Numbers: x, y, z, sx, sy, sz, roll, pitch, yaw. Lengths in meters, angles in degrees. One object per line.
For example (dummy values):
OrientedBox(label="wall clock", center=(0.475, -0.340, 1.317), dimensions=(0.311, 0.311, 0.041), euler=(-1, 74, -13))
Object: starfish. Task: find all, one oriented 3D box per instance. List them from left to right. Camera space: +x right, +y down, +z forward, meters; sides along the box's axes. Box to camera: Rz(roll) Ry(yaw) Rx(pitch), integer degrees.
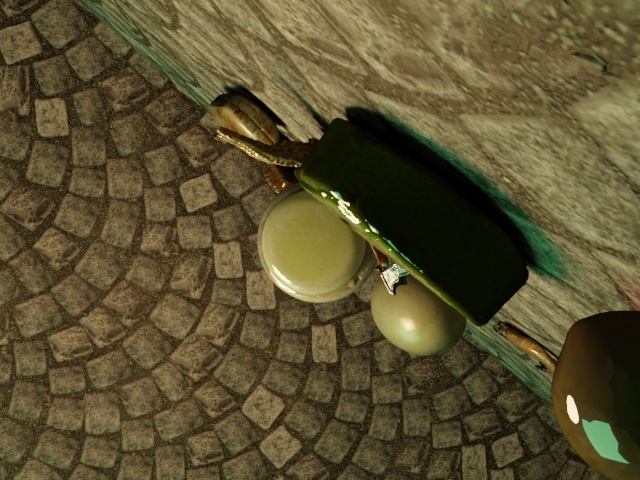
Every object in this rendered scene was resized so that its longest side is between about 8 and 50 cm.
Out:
OrientedBox(label="starfish", center=(0.021, -0.102, 1.326), dimensions=(0.384, 0.132, 0.398), euler=(44, -169, 8))

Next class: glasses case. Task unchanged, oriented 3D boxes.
OrientedBox(label="glasses case", center=(-0.209, -0.319, 1.780), dimensions=(0.156, 0.098, 0.425), euler=(45, 177, -19))

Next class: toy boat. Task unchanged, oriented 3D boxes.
OrientedBox(label="toy boat", center=(0.200, 0.042, 1.281), dimensions=(0.077, 0.185, 0.075), euler=(49, -144, 4))

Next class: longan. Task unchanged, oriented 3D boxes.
OrientedBox(label="longan", center=(0.347, 0.175, 0.723), dimensions=(0.212, 0.198, 0.198), euler=(41, 179, -11))

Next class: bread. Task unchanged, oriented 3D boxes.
OrientedBox(label="bread", center=(0.139, -0.027, 1.011), dimensions=(0.382, 0.129, 0.366), euler=(39, -179, -5))

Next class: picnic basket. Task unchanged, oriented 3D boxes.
OrientedBox(label="picnic basket", center=(-0.062, -0.171, 1.910), dimensions=(0.193, 0.055, 0.110), euler=(3, -138, -41))

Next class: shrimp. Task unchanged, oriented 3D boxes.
OrientedBox(label="shrimp", center=(0.559, 0.290, 1.789), dimensions=(0.219, 0.046, 0.152), euler=(38, 175, 48))

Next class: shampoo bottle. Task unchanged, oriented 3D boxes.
OrientedBox(label="shampoo bottle", center=(0.000, 0.000, 1.771), dimensions=(0.322, 0.322, 0.317), euler=(40, -173, 7))

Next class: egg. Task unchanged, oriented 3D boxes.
OrientedBox(label="egg", center=(0.287, 0.203, 1.984), dimensions=(0.258, 0.258, 0.352), euler=(40, 176, -18))

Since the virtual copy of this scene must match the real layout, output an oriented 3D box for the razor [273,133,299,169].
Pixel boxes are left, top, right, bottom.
OrientedBox(label="razor", center=(-0.094, -0.249, 1.866), dimensions=(0.148, 0.054, 0.090), euler=(39, 176, 11))
